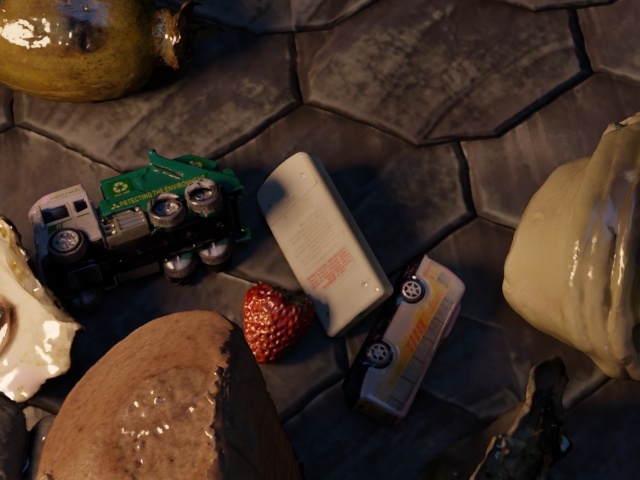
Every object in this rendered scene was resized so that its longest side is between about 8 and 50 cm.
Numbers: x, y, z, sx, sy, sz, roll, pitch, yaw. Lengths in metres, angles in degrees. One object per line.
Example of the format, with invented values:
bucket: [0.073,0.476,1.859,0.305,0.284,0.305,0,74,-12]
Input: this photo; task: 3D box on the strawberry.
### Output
strawberry: [-0.048,0.082,1.189,0.073,0.073,0.083,25,97,11]

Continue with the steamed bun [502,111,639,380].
steamed bun: [0.350,-0.003,1.168,0.320,0.206,0.275,-35,71,-15]

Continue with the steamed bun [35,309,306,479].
steamed bun: [-0.124,0.234,0.992,0.199,0.251,0.301,-14,40,9]

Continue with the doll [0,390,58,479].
doll: [-0.281,0.303,1.036,0.245,0.158,0.340,19,42,-27]

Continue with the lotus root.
lotus root: [-0.247,-0.224,1.292,0.278,0.154,0.154,6,62,0]

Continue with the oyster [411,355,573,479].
oyster: [0.104,0.262,1.020,0.111,0.204,0.396,45,47,-6]

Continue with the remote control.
remote control: [0.000,0.000,1.225,0.087,0.029,0.190,-43,63,27]

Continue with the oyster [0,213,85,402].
oyster: [-0.340,0.065,1.146,0.223,0.214,0.083,47,25,-4]

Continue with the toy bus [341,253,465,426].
toy bus: [0.085,0.099,1.186,0.072,0.057,0.172,28,64,2]

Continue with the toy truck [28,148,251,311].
toy truck: [-0.187,-0.020,1.216,0.216,0.110,0.116,-19,52,-11]
